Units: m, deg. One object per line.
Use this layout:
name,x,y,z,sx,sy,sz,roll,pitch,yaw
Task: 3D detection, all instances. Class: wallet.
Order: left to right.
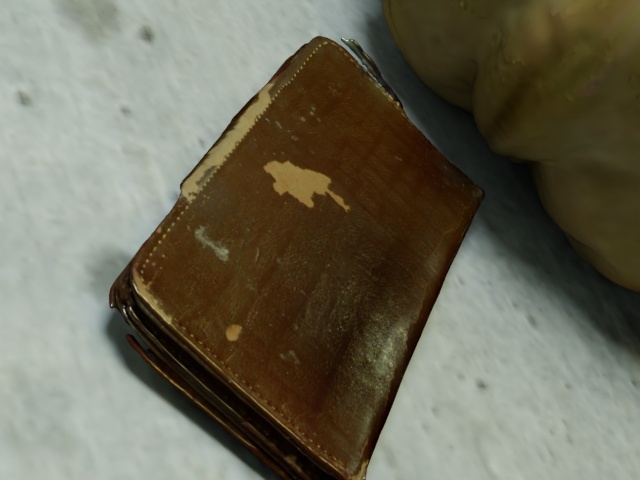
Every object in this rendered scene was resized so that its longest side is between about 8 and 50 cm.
wallet,0.000,0.000,0.440,0.095,0.026,0.176,44,36,-11

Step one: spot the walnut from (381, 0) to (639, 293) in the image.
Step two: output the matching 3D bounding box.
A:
walnut,0.185,-0.108,0.528,0.296,0.285,0.285,53,36,2
